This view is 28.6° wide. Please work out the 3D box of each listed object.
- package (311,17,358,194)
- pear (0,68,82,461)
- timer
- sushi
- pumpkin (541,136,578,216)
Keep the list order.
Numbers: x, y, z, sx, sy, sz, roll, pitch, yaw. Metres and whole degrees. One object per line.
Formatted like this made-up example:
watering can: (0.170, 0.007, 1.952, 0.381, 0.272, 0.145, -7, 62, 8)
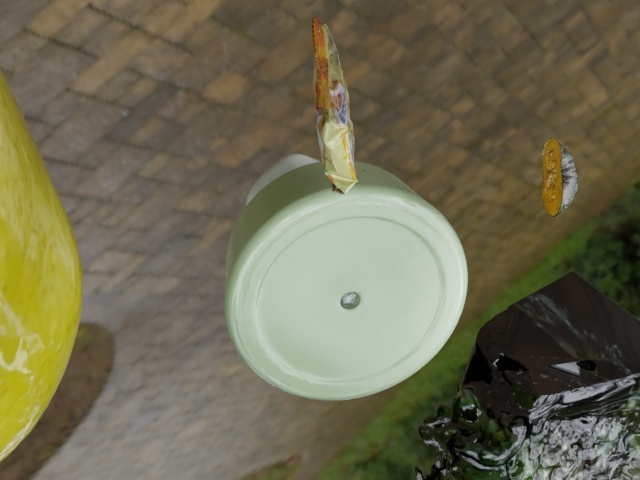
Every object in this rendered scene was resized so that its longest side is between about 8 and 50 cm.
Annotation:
package: (0.009, -0.111, 1.070, 0.031, 0.108, 0.120, -8, 146, 4)
pear: (-0.313, -0.012, 0.533, 0.362, 0.362, 0.418, -41, 137, 17)
timer: (0.000, 0.000, 1.581, 0.291, 0.315, 0.290, -6, 119, -12)
sushi: (0.075, 0.072, 0.443, 0.085, 0.056, 0.083, -26, 134, -22)
pumpkin: (0.252, -0.067, 1.306, 0.028, 0.083, 0.050, -4, -178, -14)
